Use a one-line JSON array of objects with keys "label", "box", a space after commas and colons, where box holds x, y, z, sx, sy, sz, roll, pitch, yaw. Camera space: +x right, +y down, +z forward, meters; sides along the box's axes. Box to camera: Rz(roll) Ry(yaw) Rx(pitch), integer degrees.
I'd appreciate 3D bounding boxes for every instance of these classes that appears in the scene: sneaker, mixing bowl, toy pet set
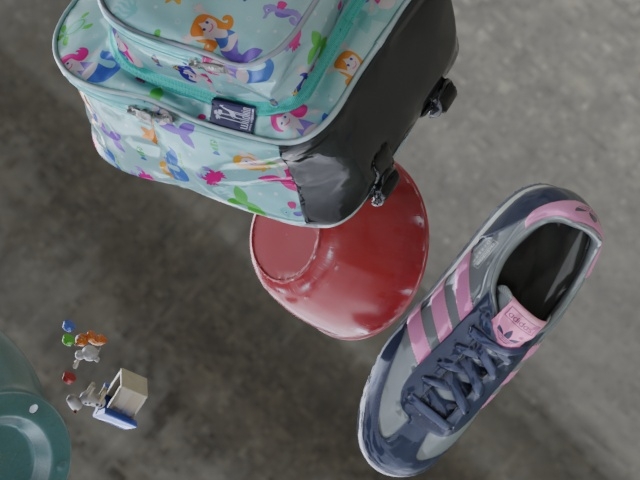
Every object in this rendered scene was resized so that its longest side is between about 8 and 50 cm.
[{"label": "sneaker", "box": [0.144, 0.087, 1.436, 0.112, 0.319, 0.131, 32, -179, -12]}, {"label": "mixing bowl", "box": [0.000, 0.000, 1.452, 0.098, 0.181, 0.181, 8, -159, -46]}, {"label": "toy pet set", "box": [-0.260, 0.168, 1.809, 0.114, 0.065, 0.122, 27, -157, -20]}]

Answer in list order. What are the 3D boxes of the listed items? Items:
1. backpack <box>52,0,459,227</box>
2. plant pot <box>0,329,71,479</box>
[{"label": "backpack", "box": [-0.058, -0.143, 1.106, 0.253, 0.225, 0.191, 12, 146, 32]}, {"label": "plant pot", "box": [-0.401, 0.201, 1.657, 0.255, 0.271, 0.271, 24, 164, 45]}]
